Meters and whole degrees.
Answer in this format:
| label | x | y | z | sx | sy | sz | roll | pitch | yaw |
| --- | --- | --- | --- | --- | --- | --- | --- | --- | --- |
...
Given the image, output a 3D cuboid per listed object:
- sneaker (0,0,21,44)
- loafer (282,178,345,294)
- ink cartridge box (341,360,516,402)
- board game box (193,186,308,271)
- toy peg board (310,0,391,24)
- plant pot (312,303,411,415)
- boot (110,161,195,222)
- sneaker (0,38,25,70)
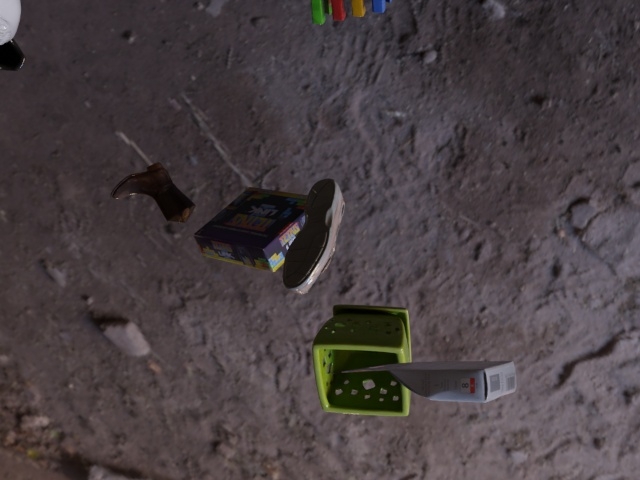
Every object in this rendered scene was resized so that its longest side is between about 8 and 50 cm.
| label | x | y | z | sx | sy | sz | roll | pitch | yaw |
| --- | --- | --- | --- | --- | --- | --- | --- | --- | --- |
| sneaker | -0.239 | -0.170 | 0.460 | 0.240 | 0.091 | 0.126 | 11 | 99 | 41 |
| loafer | 0.000 | 0.000 | 0.820 | 0.045 | 0.125 | 0.039 | -2 | 147 | 33 |
| ink cartridge box | 0.135 | 0.173 | 1.038 | 0.179 | 0.145 | 0.045 | -8 | 83 | 25 |
| board game box | -0.095 | -0.022 | 1.344 | 0.170 | 0.141 | 0.048 | 10 | 132 | 42 |
| toy peg board | 0.061 | -0.415 | 1.385 | 0.160 | 0.161 | 0.079 | 9 | 135 | 16 |
| plant pot | 0.118 | 0.284 | 2.117 | 0.228 | 0.207 | 0.227 | 2 | 123 | 14 |
| boot | -0.276 | -0.064 | 1.405 | 0.114 | 0.106 | 0.037 | 52 | 165 | 16 |
| sneaker | -0.677 | -0.401 | 1.570 | 0.121 | 0.302 | 0.108 | 31 | 95 | 32 |
